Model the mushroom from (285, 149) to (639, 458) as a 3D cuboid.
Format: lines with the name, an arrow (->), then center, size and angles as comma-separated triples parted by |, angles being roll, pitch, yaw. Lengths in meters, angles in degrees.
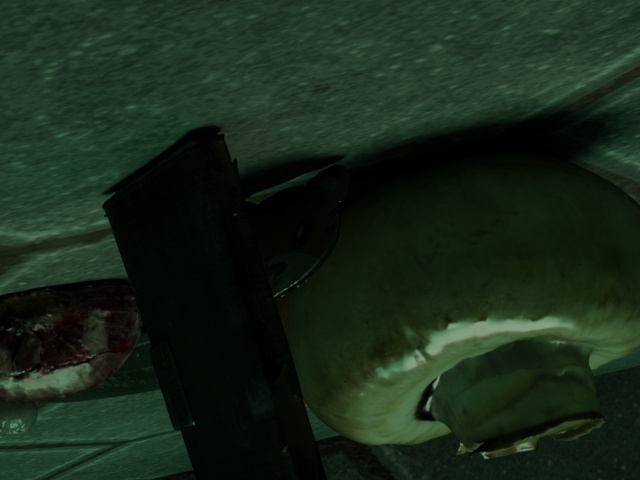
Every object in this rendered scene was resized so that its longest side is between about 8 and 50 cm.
mushroom -> 0.142, 0.067, 1.640 | 0.352, 0.260, 0.352 | -16, 163, -5

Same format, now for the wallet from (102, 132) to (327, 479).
wallet -> -0.071, 0.090, 1.377 | 0.044, 0.317, 0.169 | -13, 171, -33

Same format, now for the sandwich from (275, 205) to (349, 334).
sandwich -> 0.000, 0.000, 1.806 | 0.117, 0.144, 0.187 | -6, 131, -34

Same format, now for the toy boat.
toy boat -> -0.229, 0.122, 1.951 | 0.319, 0.092, 0.141 | -12, 172, 31

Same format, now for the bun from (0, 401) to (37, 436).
bun -> -0.403, 0.230, 2.369 | 0.083, 0.045, 0.083 | -9, 167, -2

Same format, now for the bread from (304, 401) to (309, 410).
bread -> -0.070, 0.137, 2.069 | 0.240, 0.139, 0.240 | -16, 168, -4

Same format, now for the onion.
onion -> -0.272, 0.109, 1.795 | 0.206, 0.098, 0.151 | -12, 167, -9

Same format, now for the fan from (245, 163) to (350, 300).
fan -> -0.047, 0.034, 1.489 | 0.152, 0.226, 0.008 | -22, 129, 30
